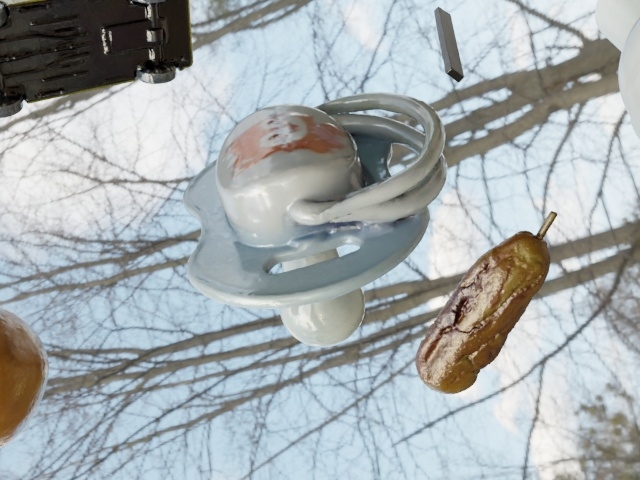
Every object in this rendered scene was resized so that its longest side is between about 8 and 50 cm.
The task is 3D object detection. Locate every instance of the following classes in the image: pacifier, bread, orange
[{"bbox_3d":[0.000,0.000,0.741,0.299,0.244,0.233,-107,7,-56],"label":"pacifier"},{"bbox_3d":[0.253,0.100,1.165,0.124,0.344,0.084,4,-143,-40],"label":"bread"},{"bbox_3d":[-0.322,0.126,0.691,0.159,0.159,0.136,2,-100,-54],"label":"orange"}]

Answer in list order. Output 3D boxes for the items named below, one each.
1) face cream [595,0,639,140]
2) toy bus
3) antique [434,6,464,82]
[{"bbox_3d":[0.290,-0.097,0.531,0.145,0.145,0.370,39,-158,-37],"label":"face cream"},{"bbox_3d":[-0.348,-0.282,1.075,0.331,0.151,0.145,-19,-48,-26],"label":"toy bus"},{"bbox_3d":[0.206,-0.320,1.269,0.031,0.015,0.192,27,-141,-24],"label":"antique"}]
